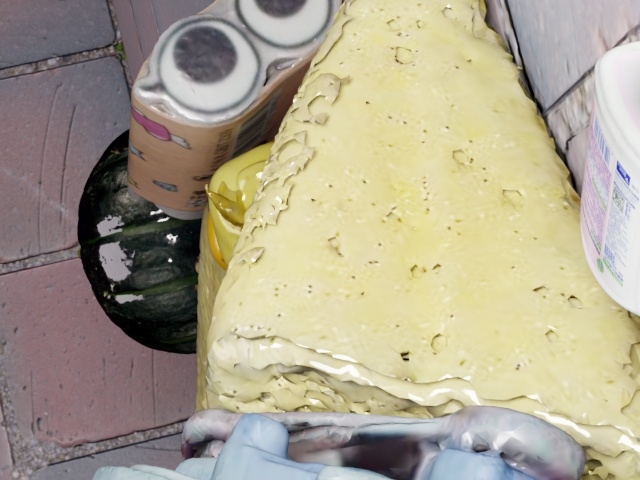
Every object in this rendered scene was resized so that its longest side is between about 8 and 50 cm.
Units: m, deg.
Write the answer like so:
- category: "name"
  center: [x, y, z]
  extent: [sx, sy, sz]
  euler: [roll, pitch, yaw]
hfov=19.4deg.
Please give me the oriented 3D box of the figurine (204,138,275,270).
- category: "figurine"
  center: [0.000, 0.000, 1.287]
  extent: [0.156, 0.131, 0.246]
  euler: [33, -176, -39]

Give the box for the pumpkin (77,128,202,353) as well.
- category: "pumpkin"
  center: [-0.152, -0.004, 1.915]
  extent: [0.250, 0.216, 0.250]
  euler: [35, -130, -57]

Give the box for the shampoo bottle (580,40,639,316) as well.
- category: "shampoo bottle"
  center: [0.124, -0.016, 0.695]
  extent: [0.099, 0.043, 0.072]
  euler: [87, 167, -50]

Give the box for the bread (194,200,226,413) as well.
- category: "bread"
  center: [-0.064, 0.250, 1.456]
  extent: [0.405, 0.242, 0.345]
  euler: [54, -169, -35]

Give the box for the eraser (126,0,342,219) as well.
- category: "eraser"
  center: [-0.067, -0.107, 1.405]
  extent: [0.087, 0.171, 0.290]
  euler: [49, 167, 6]

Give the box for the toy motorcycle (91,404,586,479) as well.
- category: "toy motorcycle"
  center: [0.066, 0.154, 0.740]
  extent: [0.241, 0.319, 0.182]
  euler: [0, -75, -66]

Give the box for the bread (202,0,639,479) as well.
- category: "bread"
  center: [0.087, 0.025, 0.925]
  extent: [0.315, 0.279, 0.248]
  euler: [-58, -17, -31]
